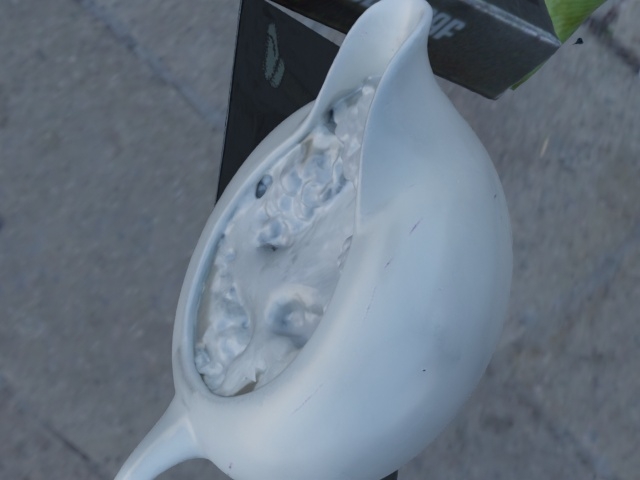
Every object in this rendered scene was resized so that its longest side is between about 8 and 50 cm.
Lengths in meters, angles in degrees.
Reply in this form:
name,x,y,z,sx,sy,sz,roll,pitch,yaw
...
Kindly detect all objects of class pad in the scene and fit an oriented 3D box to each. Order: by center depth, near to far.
name,x,y,z,sx,sy,sz,roll,pitch,yaw
pad,0.000,0.000,0.822,0.004,0.190,0.127,-14,151,41

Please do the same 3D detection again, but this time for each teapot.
name,x,y,z,sx,sy,sz,roll,pitch,yaw
teapot,0.003,0.027,0.663,0.092,0.145,0.226,25,105,-29

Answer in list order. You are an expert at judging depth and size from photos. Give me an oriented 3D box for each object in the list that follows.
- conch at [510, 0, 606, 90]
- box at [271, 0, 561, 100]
name,x,y,z,sx,sy,sz,roll,pitch,yaw
conch,0.147,-0.180,1.010,0.079,0.095,0.201,28,118,-25
box,-0.009,-0.223,0.771,0.047,0.180,0.325,-33,55,34
